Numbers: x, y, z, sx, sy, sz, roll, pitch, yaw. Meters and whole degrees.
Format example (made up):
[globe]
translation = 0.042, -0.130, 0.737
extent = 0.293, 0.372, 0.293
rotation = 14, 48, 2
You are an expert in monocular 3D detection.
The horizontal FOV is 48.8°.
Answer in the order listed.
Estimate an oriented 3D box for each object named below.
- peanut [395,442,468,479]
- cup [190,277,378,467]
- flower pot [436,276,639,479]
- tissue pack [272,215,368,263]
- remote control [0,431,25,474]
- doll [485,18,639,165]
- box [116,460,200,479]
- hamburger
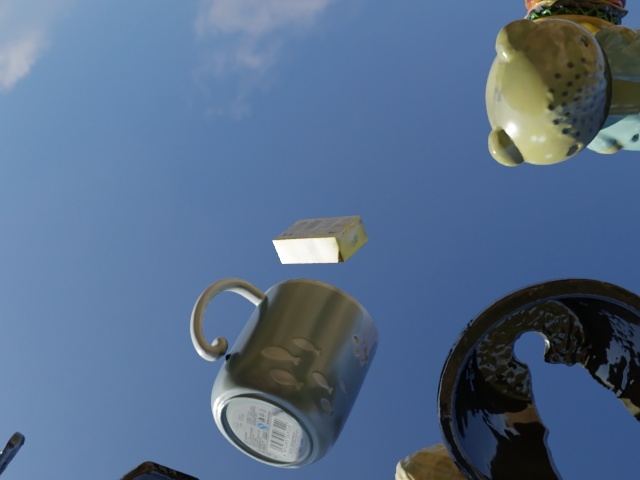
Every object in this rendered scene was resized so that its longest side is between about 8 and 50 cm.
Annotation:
[peanut]
translation = 0.296, 0.480, 1.412
extent = 0.290, 0.130, 0.130
rotation = 7, -136, 12
[cup]
translation = -0.090, 0.224, 1.311
extent = 0.259, 0.356, 0.275
rotation = -47, -170, 41
[flower pot]
translation = 0.360, 0.205, 1.135
extent = 0.378, 0.380, 0.251
rotation = -12, -167, 7
[tissue pack]
translation = 0.000, 0.000, 1.457
extent = 0.175, 0.062, 0.095
rotation = -2, -153, 41
[remote control]
translation = -0.602, 0.422, 1.334
extent = 0.153, 0.027, 0.043
rotation = -52, -170, 19
[doll]
translation = 0.329, -0.187, 0.893
extent = 0.260, 0.177, 0.161
rotation = -5, -160, -19
[box]
translation = -0.273, 0.402, 1.123
extent = 0.126, 0.125, 0.027
rotation = -38, -141, 18
[hamburger]
translation = 0.384, -0.333, 1.071
extent = 0.161, 0.162, 0.115
rotation = 9, -92, 30
